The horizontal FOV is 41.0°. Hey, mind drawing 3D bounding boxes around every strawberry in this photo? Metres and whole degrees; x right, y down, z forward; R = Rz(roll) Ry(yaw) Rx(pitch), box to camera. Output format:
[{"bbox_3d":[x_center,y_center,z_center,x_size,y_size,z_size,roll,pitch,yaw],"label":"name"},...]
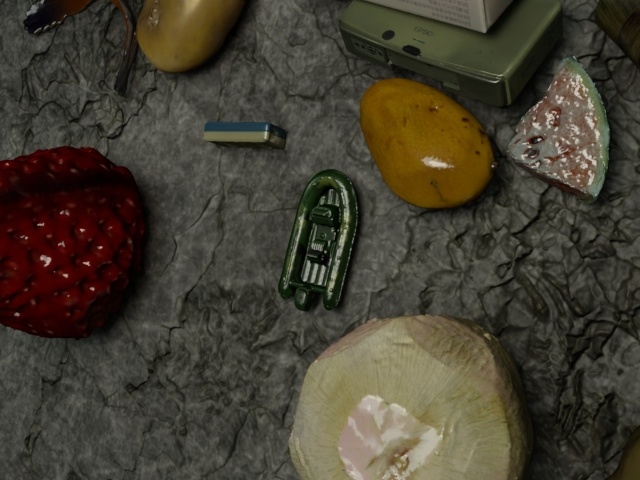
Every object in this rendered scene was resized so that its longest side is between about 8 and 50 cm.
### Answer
[{"bbox_3d":[-0.447,-0.002,1.302,0.295,0.345,0.317,40,101,24],"label":"strawberry"}]

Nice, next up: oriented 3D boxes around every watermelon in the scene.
[{"bbox_3d":[0.307,-0.135,1.102,0.139,0.071,0.187,-10,86,32],"label":"watermelon"}]

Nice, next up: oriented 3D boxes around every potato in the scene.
[{"bbox_3d":[-0.200,-0.371,1.349,0.233,0.146,0.150,-63,19,21],"label":"potato"}]

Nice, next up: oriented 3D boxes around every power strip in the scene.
[{"bbox_3d":[-0.118,-0.162,1.321,0.123,0.056,0.032,5,86,28],"label":"power strip"}]

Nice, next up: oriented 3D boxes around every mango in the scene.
[{"bbox_3d":[0.133,-0.133,1.161,0.227,0.109,0.147,44,105,26],"label":"mango"}]

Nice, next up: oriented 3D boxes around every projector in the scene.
[{"bbox_3d":[0.180,-0.293,1.151,0.270,0.088,0.193,28,71,30],"label":"projector"}]

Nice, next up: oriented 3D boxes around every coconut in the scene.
[{"bbox_3d":[0.109,0.231,1.040,0.297,0.254,0.297,-4,82,28],"label":"coconut"}]

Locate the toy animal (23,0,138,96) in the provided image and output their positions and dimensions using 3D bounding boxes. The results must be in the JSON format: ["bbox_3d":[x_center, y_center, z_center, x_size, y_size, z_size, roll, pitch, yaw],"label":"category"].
[{"bbox_3d":[-0.383,-0.444,1.462,0.284,0.225,0.302,30,85,8],"label":"toy animal"}]

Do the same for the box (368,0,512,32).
[{"bbox_3d":[0.126,-0.400,1.144,0.343,0.065,0.200,26,66,34],"label":"box"}]

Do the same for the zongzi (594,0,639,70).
[{"bbox_3d":[0.475,-0.281,1.015,0.242,0.112,0.221,-39,67,8],"label":"zongzi"}]

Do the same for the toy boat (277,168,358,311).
[{"bbox_3d":[0.000,0.000,1.241,0.104,0.052,0.210,13,89,30],"label":"toy boat"}]

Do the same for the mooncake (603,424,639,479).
[{"bbox_3d":[0.449,0.380,0.844,0.467,0.262,0.466,-4,81,24],"label":"mooncake"}]
